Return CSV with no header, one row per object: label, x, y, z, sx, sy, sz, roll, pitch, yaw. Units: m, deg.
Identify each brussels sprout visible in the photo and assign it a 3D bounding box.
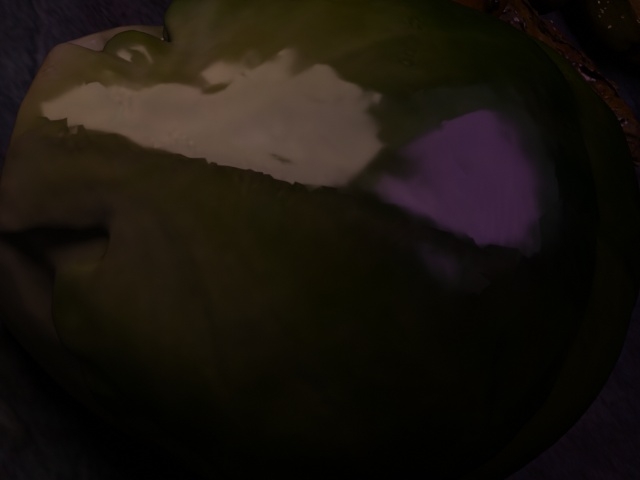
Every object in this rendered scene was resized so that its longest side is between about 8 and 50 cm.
brussels sprout,0.001,0.002,0.889,0.354,0.281,0.289,16,74,-16

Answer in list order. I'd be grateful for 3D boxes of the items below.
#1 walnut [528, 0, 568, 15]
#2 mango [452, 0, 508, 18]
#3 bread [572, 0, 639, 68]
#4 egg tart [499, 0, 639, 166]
walnut,0.206,-0.310,1.752,0.162,0.140,0.140,37,30,-10
mango,0.075,-0.256,1.466,0.236,0.166,0.136,48,-25,37
bread,0.363,-0.276,2.015,0.233,0.088,0.161,5,58,-59
egg tart,0.216,-0.148,1.621,0.232,0.098,0.252,56,22,20
